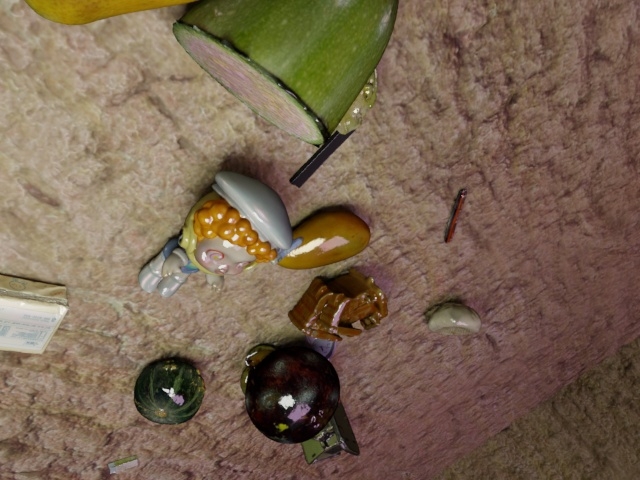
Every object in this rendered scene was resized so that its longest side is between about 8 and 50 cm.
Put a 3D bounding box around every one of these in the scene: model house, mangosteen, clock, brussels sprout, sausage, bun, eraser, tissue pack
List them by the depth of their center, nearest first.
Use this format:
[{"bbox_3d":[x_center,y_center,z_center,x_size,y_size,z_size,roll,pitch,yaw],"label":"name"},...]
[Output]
[{"bbox_3d":[0.040,-0.306,1.052,0.139,0.100,0.181,-15,137,-4],"label":"brussels sprout"},{"bbox_3d":[-0.633,0.147,1.072,0.196,0.092,0.148,21,115,-40],"label":"tissue pack"},{"bbox_3d":[0.044,0.199,1.449,0.229,0.199,0.219,-25,125,-14],"label":"model house"},{"bbox_3d":[-0.088,0.425,1.508,0.288,0.288,0.287,-16,135,-17],"label":"mangosteen"},{"bbox_3d":[0.384,-0.066,1.519,0.028,0.025,0.198,-24,139,-31],"label":"sausage"},{"bbox_3d":[0.007,0.314,1.627,0.110,0.050,0.152,-11,133,-22],"label":"clock"},{"bbox_3d":[-0.604,0.687,1.633,0.083,0.019,0.038,-9,134,-23],"label":"eraser"},{"bbox_3d":[0.449,0.260,1.799,0.184,0.102,0.183,1,158,1],"label":"bun"},{"bbox_3d":[-0.037,0.677,1.823,0.279,0.218,0.205,-29,145,7],"label":"model house"}]

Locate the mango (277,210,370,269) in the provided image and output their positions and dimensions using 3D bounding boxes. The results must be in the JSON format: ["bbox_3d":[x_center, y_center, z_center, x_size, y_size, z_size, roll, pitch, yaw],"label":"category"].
[{"bbox_3d":[0.000,0.000,1.295,0.254,0.113,0.138,-16,139,-8],"label":"mango"}]

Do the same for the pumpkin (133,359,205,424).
[{"bbox_3d":[-0.396,0.397,1.397,0.191,0.146,0.190,4,141,3],"label":"pumpkin"}]

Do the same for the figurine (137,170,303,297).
[{"bbox_3d":[-0.244,-0.009,1.115,0.382,0.205,0.224,-22,143,17],"label":"figurine"}]

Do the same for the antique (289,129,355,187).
[{"bbox_3d":[0.005,-0.192,1.191,0.192,0.015,0.031,-44,137,13],"label":"antique"}]

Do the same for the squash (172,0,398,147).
[{"bbox_3d":[-0.028,-0.365,0.864,0.310,0.310,0.308,35,88,-45],"label":"squash"}]

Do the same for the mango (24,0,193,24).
[{"bbox_3d":[-0.236,-0.428,0.684,0.378,0.221,0.263,-28,117,3],"label":"mango"}]
